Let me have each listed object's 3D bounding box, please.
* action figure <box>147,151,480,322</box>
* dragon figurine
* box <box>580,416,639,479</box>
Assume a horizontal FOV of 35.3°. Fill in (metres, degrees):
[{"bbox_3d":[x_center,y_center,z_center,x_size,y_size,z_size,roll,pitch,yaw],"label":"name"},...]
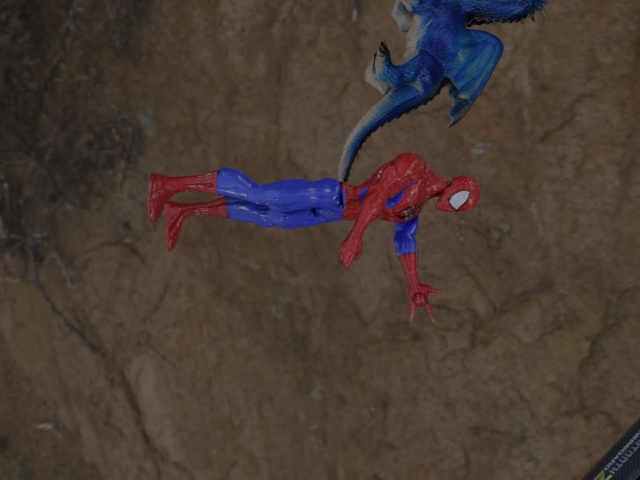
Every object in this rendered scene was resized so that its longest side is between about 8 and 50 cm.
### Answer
[{"bbox_3d":[0.000,0.000,0.857,0.280,0.091,0.139,-7,66,5],"label":"action figure"},{"bbox_3d":[0.123,-0.168,0.973,0.085,0.144,0.289,125,168,-75],"label":"dragon figurine"},{"bbox_3d":[0.268,0.250,0.706,0.232,0.183,0.059,46,175,-9],"label":"box"}]
